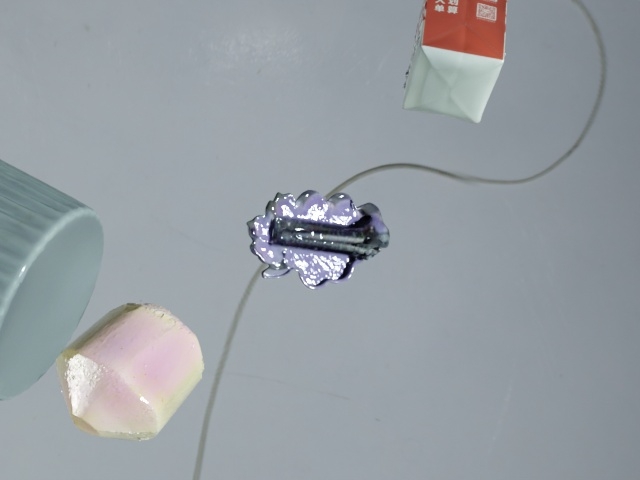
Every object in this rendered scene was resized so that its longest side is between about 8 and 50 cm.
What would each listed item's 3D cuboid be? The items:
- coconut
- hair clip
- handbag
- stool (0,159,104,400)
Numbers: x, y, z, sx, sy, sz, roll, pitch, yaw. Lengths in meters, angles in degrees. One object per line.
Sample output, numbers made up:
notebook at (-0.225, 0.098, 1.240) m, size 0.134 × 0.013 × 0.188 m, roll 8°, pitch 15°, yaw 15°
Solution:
coconut at (-0.363, 0.254, 1.467) m, size 0.233 × 0.233 × 0.245 m, roll 48°, pitch 53°, yaw -6°
hair clip at (0.001, -0.001, 0.980) m, size 0.195 × 0.052 × 0.124 m, roll 2°, pitch 86°, yaw -23°
handbag at (0.235, -0.371, 1.384) m, size 0.151 × 0.171 × 0.298 m, roll 9°, pitch 58°, yaw -1°
stool at (-0.463, 0.015, 0.936) m, size 0.330 × 0.297 × 0.297 m, roll 24°, pitch 81°, yaw 4°
